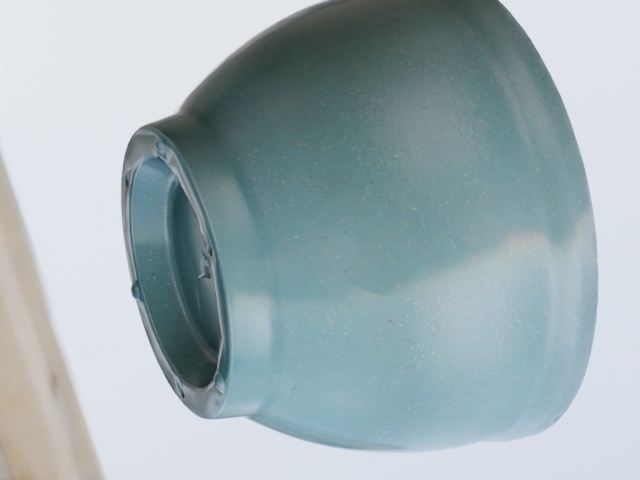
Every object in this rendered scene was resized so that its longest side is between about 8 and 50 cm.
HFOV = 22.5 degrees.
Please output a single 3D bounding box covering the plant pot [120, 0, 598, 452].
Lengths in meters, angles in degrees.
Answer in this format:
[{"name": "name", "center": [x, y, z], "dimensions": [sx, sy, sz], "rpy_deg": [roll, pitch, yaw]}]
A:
[{"name": "plant pot", "center": [0.000, 0.000, 0.947], "dimensions": [0.196, 0.293, 0.293], "rpy_deg": [-14, -158, -23]}]
